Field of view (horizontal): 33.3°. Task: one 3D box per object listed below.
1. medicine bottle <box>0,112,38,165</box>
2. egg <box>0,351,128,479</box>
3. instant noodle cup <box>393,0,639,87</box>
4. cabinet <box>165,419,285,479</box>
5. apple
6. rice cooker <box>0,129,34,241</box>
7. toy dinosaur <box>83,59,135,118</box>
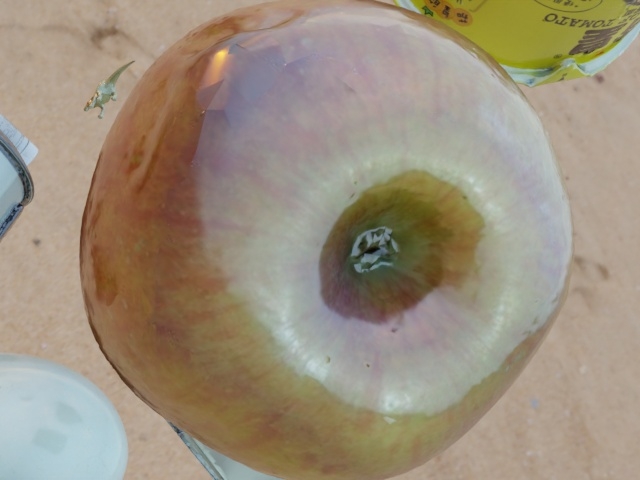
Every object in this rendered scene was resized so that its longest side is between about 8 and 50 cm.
[{"bbox_3d":[-0.466,-0.145,1.566,0.091,0.058,0.058,46,37,-25],"label":"medicine bottle"},{"bbox_3d":[-0.331,0.208,1.115,0.264,0.183,0.183,13,44,2],"label":"egg"},{"bbox_3d":[0.220,-0.326,0.901,0.326,0.254,0.325,6,74,-19],"label":"instant noodle cup"},{"bbox_3d":[-0.045,0.066,0.738,0.206,0.150,0.145,61,-1,-38],"label":"cabinet"},{"bbox_3d":[0.000,0.000,0.466,0.211,0.211,0.188,46,-4,-17],"label":"apple"},{"bbox_3d":[-0.500,-0.073,1.351,0.241,0.280,0.227,35,60,-12],"label":"rice cooker"},{"bbox_3d":[-0.277,-0.194,1.390,0.026,0.113,0.041,27,45,-31],"label":"toy dinosaur"}]
